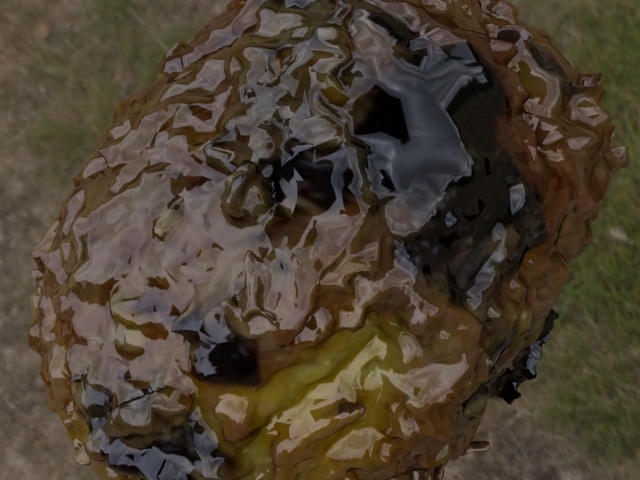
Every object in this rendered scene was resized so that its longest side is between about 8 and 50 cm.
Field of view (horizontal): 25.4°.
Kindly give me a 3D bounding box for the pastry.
[{"bbox_3d":[0.011,-0.013,0.868,0.337,0.292,0.405,-44,13,20],"label":"pastry"}]
